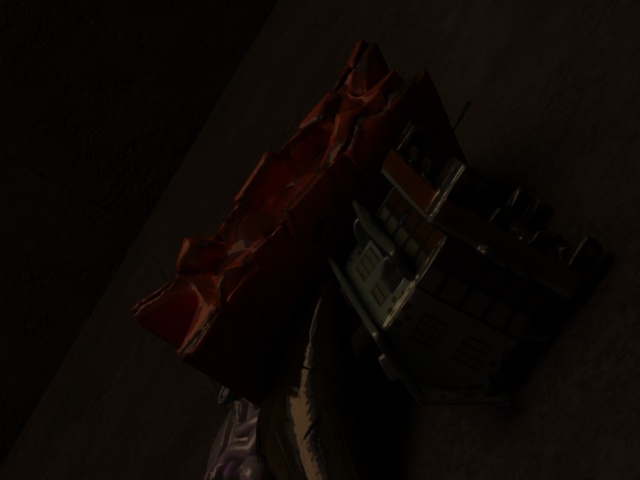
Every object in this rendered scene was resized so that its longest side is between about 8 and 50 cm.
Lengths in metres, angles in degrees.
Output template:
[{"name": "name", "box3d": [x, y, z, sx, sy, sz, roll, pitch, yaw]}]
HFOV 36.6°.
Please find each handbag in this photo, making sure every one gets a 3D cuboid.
[{"name": "handbag", "box3d": [0.000, 0.000, 1.147, 0.116, 0.303, 0.410, 36, 83, 29]}]

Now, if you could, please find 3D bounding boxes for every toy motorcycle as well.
[{"name": "toy motorcycle", "box3d": [-0.091, 0.281, 1.305, 0.260, 0.110, 0.171, -59, 20, 14]}]

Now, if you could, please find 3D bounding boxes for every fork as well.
[{"name": "fork", "box3d": [0.148, -0.105, 1.398, 0.235, 0.021, 0.039, -60, 22, -1]}]

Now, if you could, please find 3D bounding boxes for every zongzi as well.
[{"name": "zongzi", "box3d": [0.023, 0.186, 1.048, 0.228, 0.115, 0.256, 47, 124, 54]}]

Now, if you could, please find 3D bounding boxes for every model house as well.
[{"name": "model house", "box3d": [0.129, 0.029, 0.982, 0.215, 0.199, 0.224, -60, 20, 12]}]
